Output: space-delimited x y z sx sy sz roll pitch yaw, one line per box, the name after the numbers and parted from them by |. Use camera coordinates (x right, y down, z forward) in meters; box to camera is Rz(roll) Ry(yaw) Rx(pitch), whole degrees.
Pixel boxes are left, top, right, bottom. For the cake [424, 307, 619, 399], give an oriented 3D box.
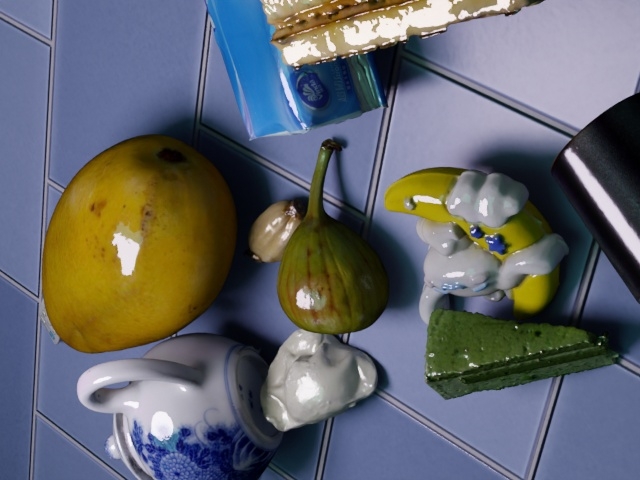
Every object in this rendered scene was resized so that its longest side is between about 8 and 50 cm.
0.241 0.153 1.698 0.235 0.100 0.099 6 68 30 | cake

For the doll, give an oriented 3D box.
0.188 0.013 1.705 0.252 0.111 0.237 -6 130 39 | doll

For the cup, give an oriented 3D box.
0.387 -0.071 1.496 0.177 0.239 0.166 54 177 19 | cup

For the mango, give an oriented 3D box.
-0.287 0.020 2.068 0.445 0.232 0.300 -41 59 49 | mango

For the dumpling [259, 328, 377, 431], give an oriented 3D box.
-0.006 0.190 1.988 0.169 0.100 0.134 -32 70 41 | dumpling

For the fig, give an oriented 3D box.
0.000 0.000 1.864 0.151 0.151 0.259 -9 98 45 | fig

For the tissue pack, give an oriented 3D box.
-0.045 -0.272 1.755 0.198 0.146 0.263 0 108 63 | tissue pack

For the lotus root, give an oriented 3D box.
-0.061 -0.010 1.971 0.073 0.062 0.150 39 136 -5 | lotus root

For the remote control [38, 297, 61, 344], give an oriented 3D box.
-0.439 0.100 2.391 0.073 0.044 0.229 55 143 15 | remote control

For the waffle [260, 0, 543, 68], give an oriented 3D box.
0.139 -0.291 1.518 0.376 0.261 0.114 -6 109 45 | waffle

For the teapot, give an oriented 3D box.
-0.207 0.273 2.073 0.280 0.424 0.252 -21 56 20 | teapot
